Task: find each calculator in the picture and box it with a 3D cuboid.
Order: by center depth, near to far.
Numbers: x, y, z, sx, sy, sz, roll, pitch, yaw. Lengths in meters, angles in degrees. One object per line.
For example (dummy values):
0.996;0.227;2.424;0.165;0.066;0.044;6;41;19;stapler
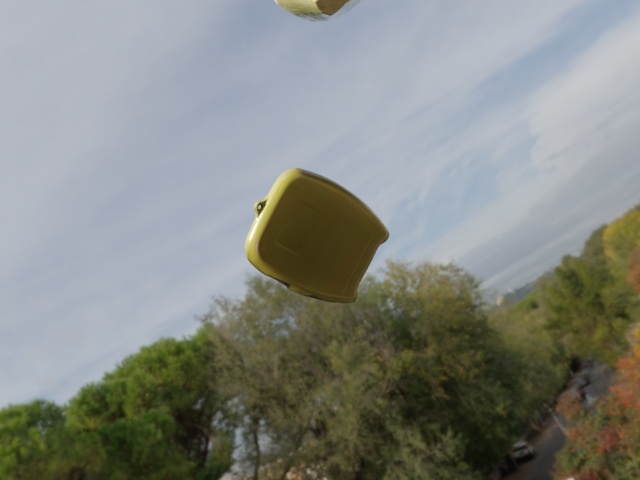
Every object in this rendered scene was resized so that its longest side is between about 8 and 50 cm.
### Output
0.000;0.000;0.884;0.236;0.033;0.157;28;-90;-41;calculator

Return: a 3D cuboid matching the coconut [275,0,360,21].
-0.004;-0.565;1.347;0.259;0.259;0.259;-28;-14;-8;coconut
